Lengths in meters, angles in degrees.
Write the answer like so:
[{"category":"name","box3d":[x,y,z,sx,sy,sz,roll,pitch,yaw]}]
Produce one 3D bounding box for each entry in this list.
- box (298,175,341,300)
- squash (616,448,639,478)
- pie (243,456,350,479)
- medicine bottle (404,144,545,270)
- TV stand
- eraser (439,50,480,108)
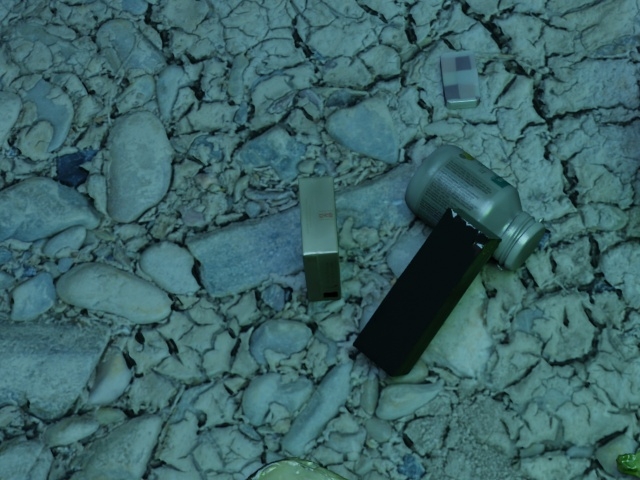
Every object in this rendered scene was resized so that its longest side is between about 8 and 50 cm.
[{"category":"box","box3d":[0.000,0.000,1.903,0.058,0.201,0.141,-4,67,0]},{"category":"squash","box3d":[0.629,0.308,1.748,0.370,0.118,0.118,-13,66,2]},{"category":"pie","box3d":[-0.032,0.484,1.766,0.337,0.075,0.337,-3,61,5]},{"category":"medicine bottle","box3d":[0.257,-0.049,1.933,0.215,0.135,0.135,38,75,20]},{"category":"TV stand","box3d":[0.167,0.081,1.852,0.088,0.083,0.269,38,102,20]},{"category":"eraser","box3d":[0.248,-0.286,2.098,0.065,0.026,0.105,-3,66,1]}]
